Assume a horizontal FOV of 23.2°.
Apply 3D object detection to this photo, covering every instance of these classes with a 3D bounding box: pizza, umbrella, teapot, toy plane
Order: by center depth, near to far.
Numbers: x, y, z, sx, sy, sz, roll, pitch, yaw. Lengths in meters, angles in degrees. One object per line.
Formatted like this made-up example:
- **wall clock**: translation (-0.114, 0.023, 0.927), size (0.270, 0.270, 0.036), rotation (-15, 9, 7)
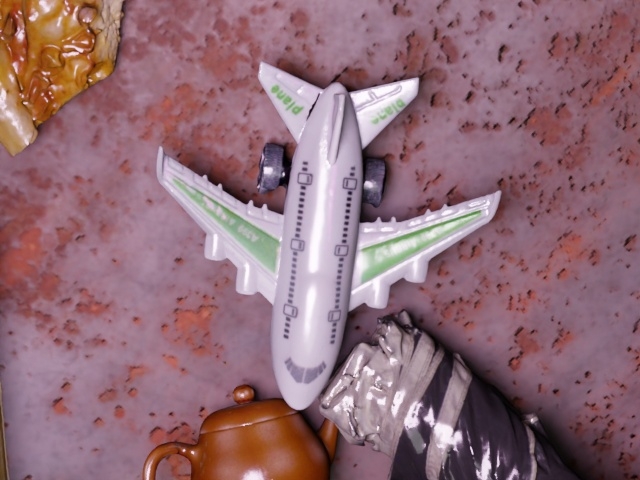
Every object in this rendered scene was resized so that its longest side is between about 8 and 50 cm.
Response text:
- **pizza**: translation (-0.199, -0.190, 1.109), size (0.134, 0.056, 0.271), rotation (18, 108, 0)
- **toy plane**: translation (0.000, -0.002, 1.154), size (0.251, 0.101, 0.255), rotation (6, 102, -5)
- **umbrella**: translation (0.155, 0.196, 1.170), size (0.357, 0.106, 0.113), rotation (39, 85, 15)
- **teapot**: translation (-0.055, 0.167, 1.215), size (0.173, 0.116, 0.116), rotation (-12, 110, -17)

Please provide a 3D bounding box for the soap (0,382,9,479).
- **soap**: translation (-0.265, 0.104, 1.186), size (0.037, 0.092, 0.252), rotation (-2, 109, -4)
